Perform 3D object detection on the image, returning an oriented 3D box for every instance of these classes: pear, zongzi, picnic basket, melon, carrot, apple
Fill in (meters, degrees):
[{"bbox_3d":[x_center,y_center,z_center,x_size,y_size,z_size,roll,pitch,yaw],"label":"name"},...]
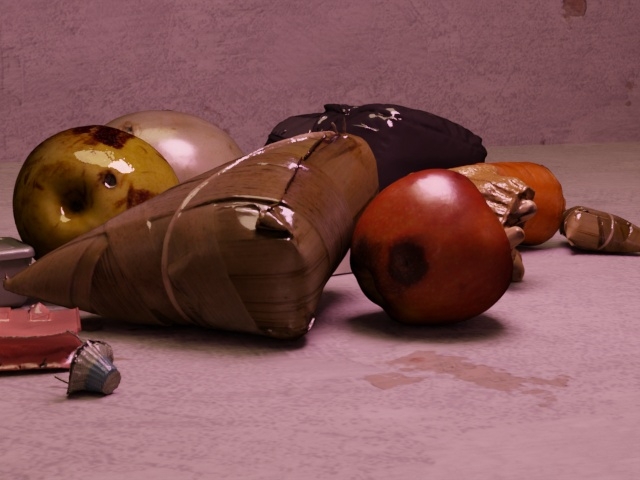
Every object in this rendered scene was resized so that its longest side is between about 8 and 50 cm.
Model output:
[{"bbox_3d":[-0.354,-0.056,2.043,0.283,0.284,0.283,0,10,0],"label":"pear"},{"bbox_3d":[0.533,-0.016,2.401,0.176,0.079,0.160,11,10,1],"label":"zongzi"},{"bbox_3d":[-0.274,0.146,1.519,0.083,0.065,0.083,24,25,25],"label":"picnic basket"},{"bbox_3d":[-0.270,-0.103,2.320,0.330,0.269,0.268,3,8,-26],"label":"melon"},{"bbox_3d":[-0.163,-0.052,1.941,0.466,0.218,0.500,6,28,19],"label":"zongzi"},{"bbox_3d":[0.327,-0.079,2.353,0.159,0.159,0.225,8,-2,37],"label":"carrot"},{"bbox_3d":[0.152,0.020,1.830,0.229,0.230,0.230,0,10,0],"label":"apple"}]

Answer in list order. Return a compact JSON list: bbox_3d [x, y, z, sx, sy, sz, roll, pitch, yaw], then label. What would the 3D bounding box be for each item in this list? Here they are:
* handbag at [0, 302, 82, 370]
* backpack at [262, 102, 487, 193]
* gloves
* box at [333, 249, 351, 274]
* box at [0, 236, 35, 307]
[{"bbox_3d":[-0.412,0.124,1.648,0.212,0.059,0.157,-1,11,-13],"label":"handbag"},{"bbox_3d":[0.077,-0.140,2.530,0.363,0.255,0.445,14,-1,-39],"label":"backpack"},{"bbox_3d":[0.230,-0.025,2.173,0.155,0.203,0.356,-31,19,-26],"label":"gloves"},{"bbox_3d":[0.000,0.000,2.296,0.168,0.071,0.259,-7,12,-34],"label":"box"},{"bbox_3d":[-0.519,0.054,1.938,0.172,0.093,0.124,-7,13,-30],"label":"box"}]
